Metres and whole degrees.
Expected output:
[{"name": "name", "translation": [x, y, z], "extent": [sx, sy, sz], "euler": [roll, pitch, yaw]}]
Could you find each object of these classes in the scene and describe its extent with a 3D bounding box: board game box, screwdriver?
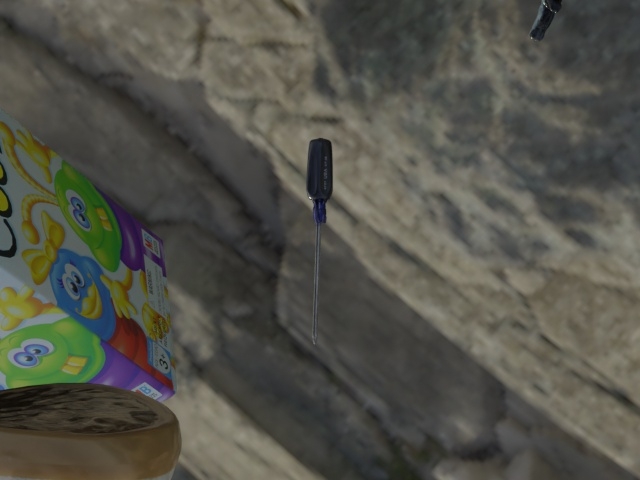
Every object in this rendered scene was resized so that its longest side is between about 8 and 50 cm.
[{"name": "board game box", "translation": [-0.234, 0.013, 1.013], "extent": [0.142, 0.144, 0.275], "euler": [-28, 137, 19]}, {"name": "screwdriver", "translation": [0.000, 0.000, 1.285], "extent": [0.024, 0.025, 0.170], "euler": [-1, 91, 34]}]

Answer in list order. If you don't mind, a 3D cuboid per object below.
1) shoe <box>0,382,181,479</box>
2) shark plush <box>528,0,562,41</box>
[{"name": "shoe", "translation": [-0.122, 0.082, 0.509], "extent": [0.219, 0.076, 0.058], "euler": [-7, 92, 44]}, {"name": "shark plush", "translation": [0.219, -0.240, 1.289], "extent": [0.073, 0.067, 0.161], "euler": [14, 101, 16]}]
